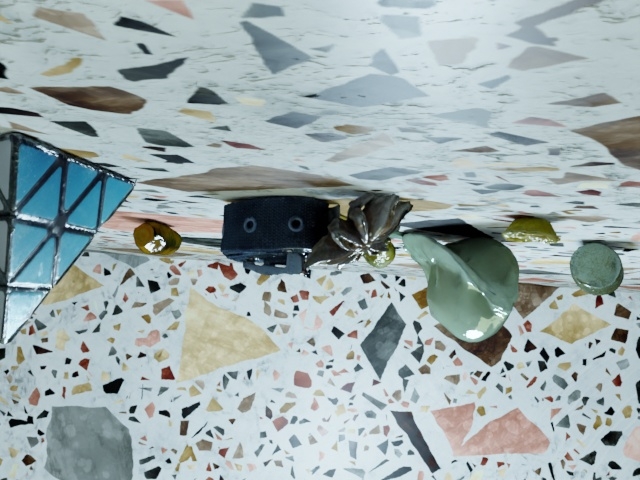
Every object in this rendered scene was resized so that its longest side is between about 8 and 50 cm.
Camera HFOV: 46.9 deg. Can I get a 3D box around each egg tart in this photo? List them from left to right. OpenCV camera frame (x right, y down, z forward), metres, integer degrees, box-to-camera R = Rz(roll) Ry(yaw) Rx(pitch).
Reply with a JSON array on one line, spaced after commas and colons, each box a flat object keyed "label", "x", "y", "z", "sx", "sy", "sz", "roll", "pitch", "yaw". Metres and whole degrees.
[{"label": "egg tart", "x": 0.359, "y": -0.016, "z": 1.259, "sx": 0.105, "sy": 0.039, "sz": 0.105, "roll": 4, "pitch": 174, "yaw": 0}]

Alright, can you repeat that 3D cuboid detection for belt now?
[{"label": "belt", "x": -0.081, "y": -0.003, "z": 1.263, "sx": 0.218, "sy": 0.128, "sz": 0.122, "roll": -1, "pitch": 172, "yaw": 38}]

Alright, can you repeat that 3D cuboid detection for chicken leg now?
[{"label": "chicken leg", "x": 0.133, "y": 0.018, "z": 1.708, "sx": 0.093, "sy": 0.070, "sz": 0.178, "roll": 10, "pitch": 168, "yaw": 1}]

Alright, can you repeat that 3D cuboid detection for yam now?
[{"label": "yam", "x": 0.590, "y": 0.061, "z": 1.577, "sx": 0.107, "sy": 0.107, "sz": 0.194, "roll": 2, "pitch": 173, "yaw": 23}]

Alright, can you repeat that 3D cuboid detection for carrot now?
[{"label": "carrot", "x": -0.393, "y": -0.003, "z": 1.781, "sx": 0.082, "sy": 0.082, "sz": 0.173, "roll": 3, "pitch": 171, "yaw": 11}]

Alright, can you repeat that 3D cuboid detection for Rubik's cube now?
[{"label": "Rubik's cube", "x": -0.410, "y": -0.048, "z": 1.015, "sx": 0.233, "sy": 0.229, "sz": 0.228, "roll": -32, "pitch": -147, "yaw": 7}]

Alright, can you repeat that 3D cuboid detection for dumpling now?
[{"label": "dumpling", "x": 0.316, "y": 0.079, "z": 1.584, "sx": 0.212, "sy": 0.270, "sz": 0.320, "roll": -20, "pitch": 159, "yaw": -24}]

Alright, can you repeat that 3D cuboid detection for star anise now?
[{"label": "star anise", "x": 0.054, "y": -0.008, "z": 1.159, "sx": 0.195, "sy": 0.065, "sz": 0.182, "roll": -29, "pitch": 159, "yaw": -18}]

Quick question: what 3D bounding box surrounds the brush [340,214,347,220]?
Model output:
[{"label": "brush", "x": 0.042, "y": -0.040, "z": 1.417, "sx": 0.083, "sy": 0.011, "sz": 0.205, "roll": 3, "pitch": 174, "yaw": 23}]

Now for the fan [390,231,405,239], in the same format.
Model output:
[{"label": "fan", "x": 0.193, "y": -0.006, "z": 1.632, "sx": 0.038, "sy": 0.016, "sz": 0.193, "roll": 0, "pitch": 172, "yaw": 43}]
